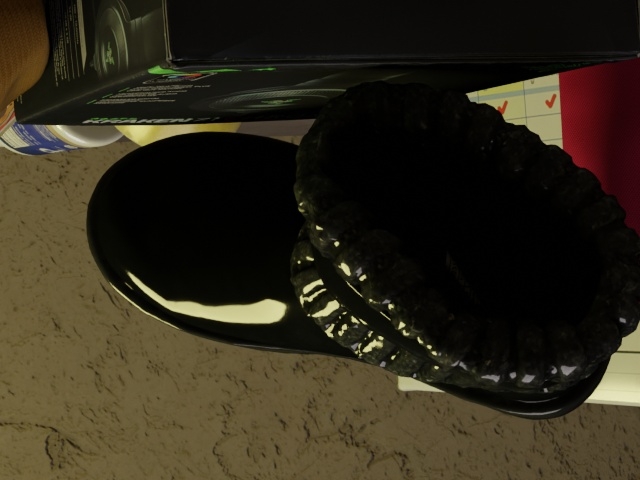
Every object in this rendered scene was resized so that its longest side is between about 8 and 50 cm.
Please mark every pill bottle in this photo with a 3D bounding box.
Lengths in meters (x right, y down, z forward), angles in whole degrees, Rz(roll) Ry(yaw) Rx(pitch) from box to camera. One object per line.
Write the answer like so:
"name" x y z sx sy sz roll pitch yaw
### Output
"pill bottle" -0.272 -0.141 1.395 0.112 0.112 0.187 -4 -179 -40

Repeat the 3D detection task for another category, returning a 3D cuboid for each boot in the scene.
"boot" 0.002 -0.004 0.750 0.348 0.131 0.260 13 172 14

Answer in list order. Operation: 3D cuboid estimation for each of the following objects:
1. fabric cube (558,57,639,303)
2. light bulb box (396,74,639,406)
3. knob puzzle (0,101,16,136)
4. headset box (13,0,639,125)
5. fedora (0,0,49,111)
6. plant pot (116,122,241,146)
"fabric cube" 0.315 -0.096 0.834 0.254 0.258 0.259 -3 -179 -32
"light bulb box" 0.252 -0.046 1.287 0.225 0.361 0.358 -6 -178 -41
"knob puzzle" -0.277 -0.103 1.105 0.030 0.213 0.213 43 -166 13
"headset box" -0.009 -0.139 0.723 0.246 0.131 0.283 -4 180 -26
"fedora" -0.189 -0.112 0.704 0.079 0.194 0.194 -20 -172 -25
"plant pot" -0.109 -0.150 1.153 0.134 0.134 0.095 -4 155 -27
